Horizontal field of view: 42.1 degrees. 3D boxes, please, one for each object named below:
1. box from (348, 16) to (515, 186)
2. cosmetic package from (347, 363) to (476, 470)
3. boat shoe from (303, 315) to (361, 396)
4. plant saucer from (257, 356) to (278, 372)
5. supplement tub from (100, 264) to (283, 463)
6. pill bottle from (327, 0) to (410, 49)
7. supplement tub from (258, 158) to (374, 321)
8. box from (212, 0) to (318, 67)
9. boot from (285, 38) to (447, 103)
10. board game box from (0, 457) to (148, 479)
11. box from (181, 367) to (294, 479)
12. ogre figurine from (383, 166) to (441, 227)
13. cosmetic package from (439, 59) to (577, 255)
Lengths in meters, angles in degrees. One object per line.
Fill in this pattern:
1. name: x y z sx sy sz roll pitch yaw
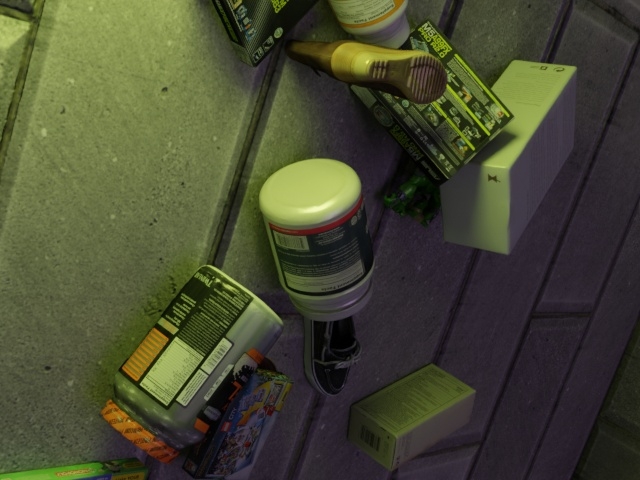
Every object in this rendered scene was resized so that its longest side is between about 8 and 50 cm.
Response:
1. box: 0.221 -0.274 1.636 0.216 0.060 0.270 -43 93 -23
2. cosmetic package: 0.232 0.440 2.103 0.309 0.160 0.113 -17 124 -40
3. boat shoe: 0.037 0.234 1.817 0.113 0.105 0.306 -26 128 -36
4. plant saucer: -0.171 0.315 1.694 0.198 0.036 0.198 -25 128 -37
5. supplement tub: -0.226 0.218 1.458 0.316 0.193 0.193 -53 139 -11
6. pill bottle: 0.074 -0.447 1.450 0.136 0.136 0.245 -49 139 -15
7. supplement tub: 0.000 0.000 1.579 0.191 0.191 0.272 -37 134 -27
8. box: -0.088 -0.408 1.346 0.184 0.045 0.190 -47 150 -14
9. boot: 0.087 -0.315 1.483 0.248 0.207 0.090 2 108 -45
10. board game box: -0.473 0.503 1.470 0.317 0.046 0.213 8 106 -49
11. box: -0.163 0.368 1.669 0.159 0.044 0.233 23 94 -50
12. ogre figurine: 0.223 -0.104 1.844 0.197 0.097 0.118 25 110 -35
13. cosmetic package: 0.429 -0.199 1.866 0.453 0.161 0.230 -49 141 -41
